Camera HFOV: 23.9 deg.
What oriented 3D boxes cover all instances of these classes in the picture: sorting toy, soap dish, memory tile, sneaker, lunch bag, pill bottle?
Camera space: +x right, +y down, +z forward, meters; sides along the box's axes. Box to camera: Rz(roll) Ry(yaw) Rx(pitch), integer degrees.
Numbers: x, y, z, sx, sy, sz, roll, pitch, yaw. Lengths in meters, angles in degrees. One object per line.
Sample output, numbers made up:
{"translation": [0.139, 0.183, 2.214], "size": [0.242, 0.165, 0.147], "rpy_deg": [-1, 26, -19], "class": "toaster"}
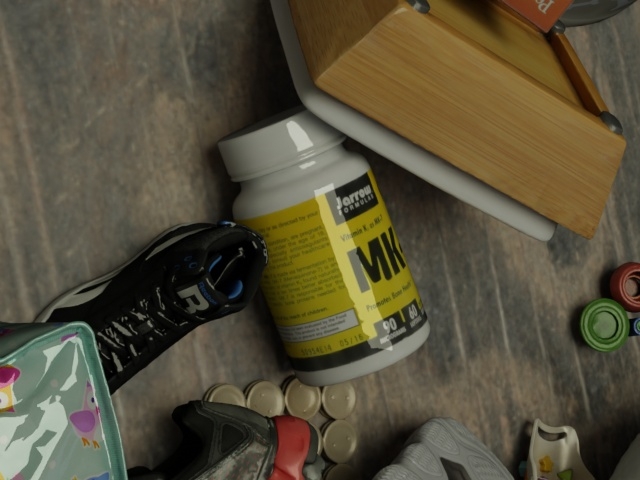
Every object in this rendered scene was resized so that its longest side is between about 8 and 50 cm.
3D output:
{"translation": [0.284, 0.068, 1.449], "size": [0.061, 0.042, 0.102], "rpy_deg": [46, 74, -5], "class": "sorting toy"}
{"translation": [0.104, -0.144, 1.231], "size": [0.290, 0.118, 0.229], "rpy_deg": [27, 29, -29], "class": "soap dish"}
{"translation": [-0.031, 0.168, 1.234], "size": [0.148, 0.012, 0.113], "rpy_deg": [-1, 86, -34], "class": "memory tile"}
{"translation": [0.061, 0.238, 1.241], "size": [0.101, 0.153, 0.268], "rpy_deg": [48, 21, 12], "class": "sneaker"}
{"translation": [0.212, 0.203, 1.384], "size": [0.083, 0.045, 0.075], "rpy_deg": [17, 69, -33], "class": "sorting toy"}
{"translation": [-0.213, 0.191, 0.979], "size": [0.160, 0.223, 0.262], "rpy_deg": [-18, 98, -29], "class": "lunch bag"}
{"translation": [0.000, 0.000, 1.206], "size": [0.119, 0.119, 0.209], "rpy_deg": [-28, 102, -33], "class": "pill bottle"}
{"translation": [-0.128, 0.053, 1.111], "size": [0.217, 0.121, 0.079], "rpy_deg": [-45, 109, -29], "class": "sneaker"}
{"translation": [-0.108, 0.241, 1.126], "size": [0.135, 0.097, 0.276], "rpy_deg": [27, 78, -16], "class": "sneaker"}

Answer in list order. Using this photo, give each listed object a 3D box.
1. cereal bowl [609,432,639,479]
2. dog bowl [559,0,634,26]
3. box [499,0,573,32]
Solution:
{"translation": [0.340, 0.290, 1.376], "size": [0.339, 0.141, 0.339], "rpy_deg": [-13, 108, -46], "class": "cereal bowl"}
{"translation": [0.248, -0.382, 1.423], "size": [0.348, 0.102, 0.349], "rpy_deg": [4, 83, -35], "class": "dog bowl"}
{"translation": [0.189, -0.376, 1.170], "size": [0.215, 0.168, 0.345], "rpy_deg": [31, 113, -18], "class": "box"}
